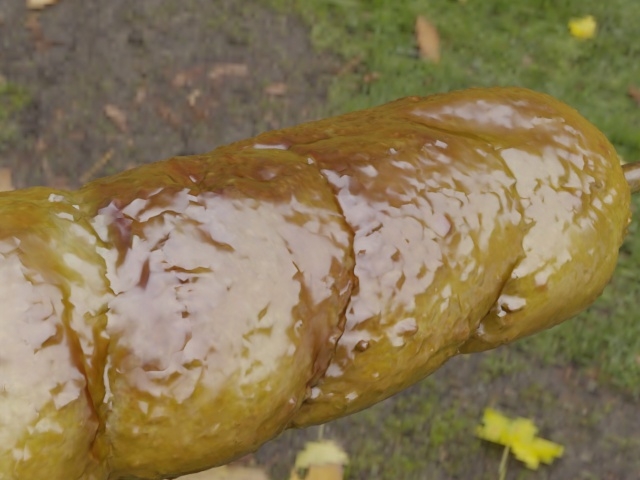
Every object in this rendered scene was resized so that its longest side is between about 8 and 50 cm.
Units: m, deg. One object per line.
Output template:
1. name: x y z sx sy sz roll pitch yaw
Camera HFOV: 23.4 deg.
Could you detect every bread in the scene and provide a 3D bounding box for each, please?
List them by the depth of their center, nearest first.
1. bread: 0.000 0.002 0.473 0.344 0.084 0.124 -18 22 -40
